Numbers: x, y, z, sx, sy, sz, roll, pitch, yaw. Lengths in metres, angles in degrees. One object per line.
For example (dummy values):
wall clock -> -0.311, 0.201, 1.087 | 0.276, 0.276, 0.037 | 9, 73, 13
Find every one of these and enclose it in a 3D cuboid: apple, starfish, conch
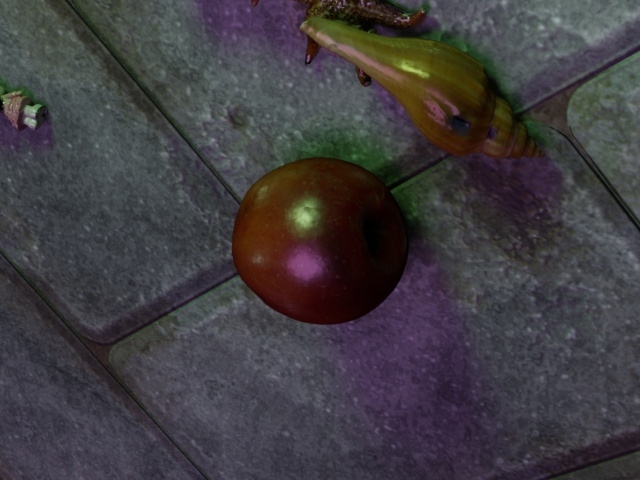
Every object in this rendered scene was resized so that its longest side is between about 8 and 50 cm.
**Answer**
apple -> 0.000, 0.000, 1.788 | 0.201, 0.218, 0.218 | -7, 121, 45
starfish -> 0.022, -0.290, 1.658 | 0.213, 0.057, 0.238 | 22, 134, 5
conch -> 0.126, -0.177, 1.628 | 0.330, 0.093, 0.109 | 27, 120, -14

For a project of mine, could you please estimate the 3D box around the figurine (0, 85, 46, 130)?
figurine -> -0.468, -0.203, 2.026 | 0.129, 0.054, 0.072 | 22, 129, 12
